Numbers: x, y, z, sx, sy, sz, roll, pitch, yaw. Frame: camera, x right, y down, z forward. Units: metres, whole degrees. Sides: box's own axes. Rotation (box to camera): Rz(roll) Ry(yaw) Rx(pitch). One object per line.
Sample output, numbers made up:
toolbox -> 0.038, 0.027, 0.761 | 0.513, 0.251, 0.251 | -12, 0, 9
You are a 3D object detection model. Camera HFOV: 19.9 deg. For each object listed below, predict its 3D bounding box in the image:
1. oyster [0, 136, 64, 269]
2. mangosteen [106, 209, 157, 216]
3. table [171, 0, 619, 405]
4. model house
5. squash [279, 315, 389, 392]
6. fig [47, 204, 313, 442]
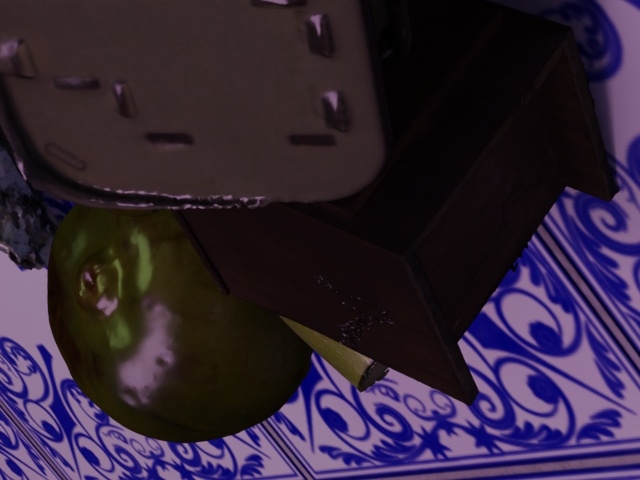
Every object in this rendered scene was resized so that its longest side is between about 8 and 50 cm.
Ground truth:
oyster -> -0.315, -0.082, 1.542 | 0.252, 0.087, 0.199 | 40, 161, 24
mangosteen -> -0.106, -0.110, 1.138 | 0.200, 0.200, 0.200 | 32, 148, 23
table -> 0.033, -0.046, 1.037 | 0.193, 0.169, 0.172 | 24, 157, 32
model house -> -0.053, -0.184, 0.941 | 0.205, 0.278, 0.218 | 1, 138, 11
squash -> 0.000, 0.000, 1.219 | 0.187, 0.123, 0.123 | 42, 151, 4
fig -> -0.088, 0.048, 1.352 | 0.225, 0.203, 0.203 | 17, 174, -42
